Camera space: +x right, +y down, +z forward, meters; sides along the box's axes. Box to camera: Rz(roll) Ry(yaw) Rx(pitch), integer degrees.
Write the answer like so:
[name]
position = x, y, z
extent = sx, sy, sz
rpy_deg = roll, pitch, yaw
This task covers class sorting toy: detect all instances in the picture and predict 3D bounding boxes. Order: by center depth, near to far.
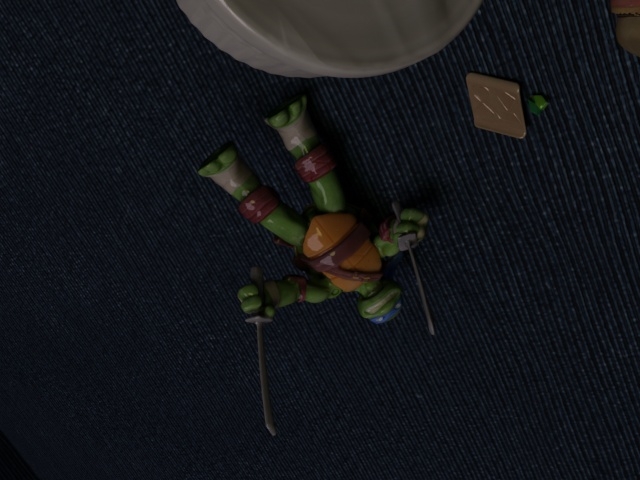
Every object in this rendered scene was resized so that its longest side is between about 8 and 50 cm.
[sorting toy]
position = 0.177, -0.124, 1.285
extent = 0.083, 0.012, 0.062
rpy_deg = 18, 140, 32

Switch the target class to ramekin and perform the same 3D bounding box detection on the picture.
[ramekin]
position = -0.005, -0.249, 1.068
extent = 0.273, 0.273, 0.127
rpy_deg = 44, 160, -14

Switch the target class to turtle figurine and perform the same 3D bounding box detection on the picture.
[turtle figurine]
position = 0.000, 0.000, 1.426
extent = 0.197, 0.275, 0.266
rpy_deg = -27, 105, 39

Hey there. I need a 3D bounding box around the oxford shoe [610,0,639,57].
[oxford shoe]
position = 0.357, -0.090, 0.932
extent = 0.348, 0.130, 0.123
rpy_deg = 14, -169, 1
